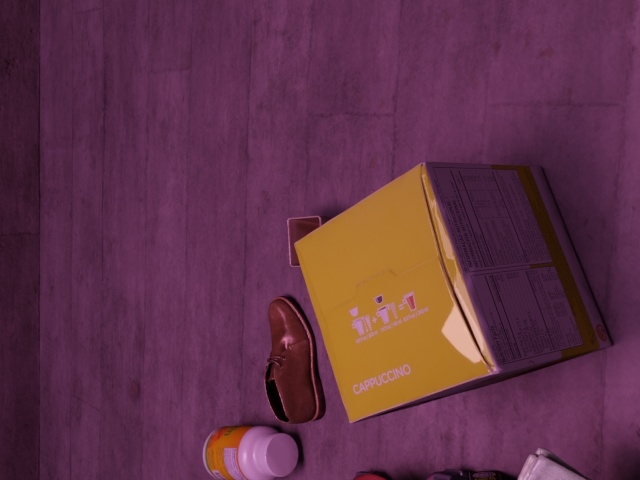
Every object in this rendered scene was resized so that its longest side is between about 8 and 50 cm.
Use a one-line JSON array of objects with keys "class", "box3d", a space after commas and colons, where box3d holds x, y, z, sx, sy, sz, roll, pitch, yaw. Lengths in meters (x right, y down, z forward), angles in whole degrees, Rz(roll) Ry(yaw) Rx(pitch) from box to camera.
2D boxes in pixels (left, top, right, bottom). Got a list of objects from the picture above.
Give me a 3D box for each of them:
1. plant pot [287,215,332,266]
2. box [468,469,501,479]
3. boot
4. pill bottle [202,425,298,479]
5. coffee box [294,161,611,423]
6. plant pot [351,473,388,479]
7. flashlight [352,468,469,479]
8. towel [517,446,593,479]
[{"class": "plant pot", "box3d": [0.000, 0.000, 1.776, 0.109, 0.096, 0.109, -3, 91, 47]}, {"class": "box", "box3d": [0.309, 0.564, 1.401, 0.060, 0.216, 0.270, -7, 87, 7]}, {"class": "boot", "box3d": [-0.081, 0.278, 1.873, 0.112, 0.115, 0.305, -31, 69, 46]}, {"class": "pill bottle", "box3d": [-0.170, 0.526, 1.968, 0.245, 0.136, 0.136, -15, 81, 47]}, {"class": "coffee box", "box3d": [0.216, 0.088, 1.369, 0.337, 0.334, 0.338, -32, 70, 44]}, {"class": "plant pot", "box3d": [0.066, 0.600, 1.527, 0.275, 0.243, 0.275, 27, 135, 31]}, {"class": "flashlight", "box3d": [0.177, 0.511, 1.623, 0.304, 0.103, 0.103, -15, 119, 51]}, {"class": "towel", "box3d": [0.370, 0.516, 1.222, 0.247, 0.038, 0.325, 28, 102, 25]}]
